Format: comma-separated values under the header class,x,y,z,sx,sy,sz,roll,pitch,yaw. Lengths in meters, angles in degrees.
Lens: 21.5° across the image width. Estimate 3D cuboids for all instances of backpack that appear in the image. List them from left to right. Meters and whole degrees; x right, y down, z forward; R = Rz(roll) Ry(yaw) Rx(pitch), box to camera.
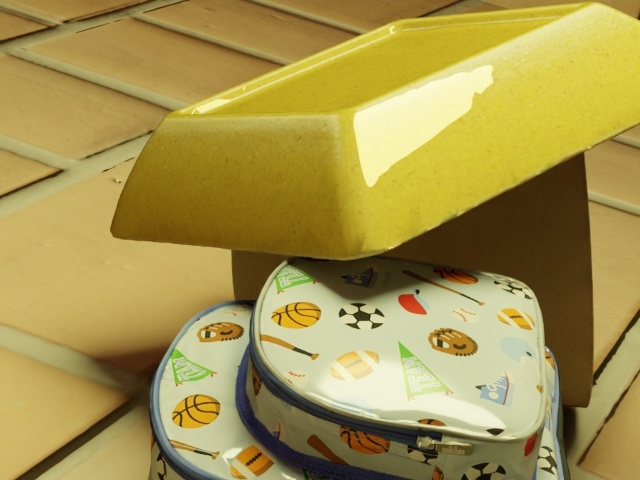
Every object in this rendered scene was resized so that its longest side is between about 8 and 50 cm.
class,x,y,z,sx,sy,sz,roll,pitch,yaw
backpack,0.021,0.132,1.042,0.263,0.213,0.276,2,23,3

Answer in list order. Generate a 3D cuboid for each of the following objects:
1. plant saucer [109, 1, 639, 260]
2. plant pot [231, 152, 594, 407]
class,x,y,z,sx,sy,sz,roll,pitch,yaw
plant saucer,0.048,-0.091,1.193,0.332,0.081,0.333,-27,17,-31
plant pot,0.071,0.011,1.356,0.274,0.256,0.256,-2,20,4
